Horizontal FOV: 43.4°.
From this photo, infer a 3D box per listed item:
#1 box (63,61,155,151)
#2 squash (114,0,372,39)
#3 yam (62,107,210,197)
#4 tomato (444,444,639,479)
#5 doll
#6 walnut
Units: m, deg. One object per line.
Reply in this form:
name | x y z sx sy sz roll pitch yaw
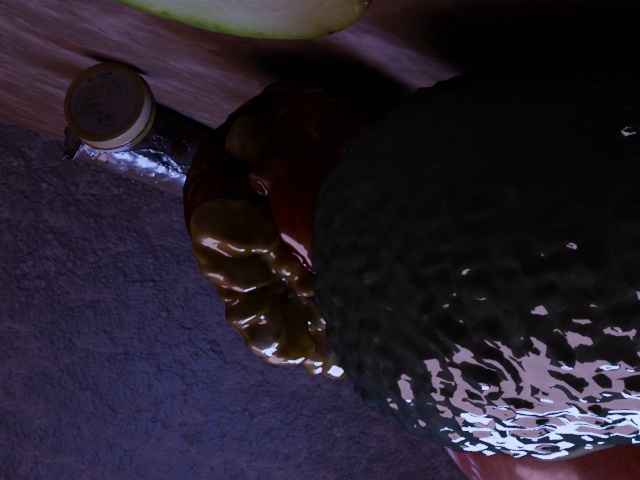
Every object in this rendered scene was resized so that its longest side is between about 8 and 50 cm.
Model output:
box | -0.250 -0.158 0.955 0.105 0.105 0.037 18 170 13
squash | -0.084 -0.162 0.388 0.252 0.049 0.252 18 177 1
yam | -0.246 -0.137 1.204 0.280 0.131 0.131 20 177 -40
tomato | 0.258 0.124 0.692 0.341 0.272 0.341 -12 -155 6
doll | 0.158 0.011 0.434 0.247 0.247 0.349 21 162 -34
walnut | 0.000 0.000 0.720 0.222 0.244 0.269 -19 136 30
